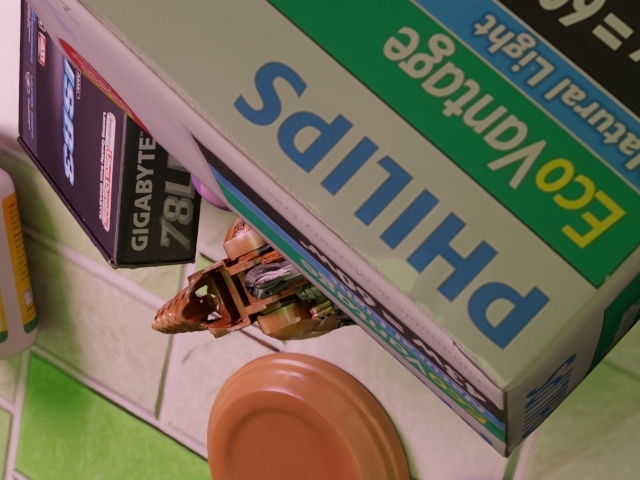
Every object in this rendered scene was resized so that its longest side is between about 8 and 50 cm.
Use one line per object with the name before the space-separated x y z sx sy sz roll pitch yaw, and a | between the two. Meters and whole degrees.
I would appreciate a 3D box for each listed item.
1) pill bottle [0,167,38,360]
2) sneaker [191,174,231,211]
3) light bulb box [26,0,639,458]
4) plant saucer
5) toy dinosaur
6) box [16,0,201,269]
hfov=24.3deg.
pill bottle | -0.325 0.000 1.325 0.117 0.117 0.209 2 106 35
sneaker | -0.025 -0.098 1.031 0.095 0.236 0.104 32 142 -6
light bulb box | 0.083 -0.150 0.730 0.358 0.225 0.361 42 84 16
plant saucer | -0.019 0.191 1.217 0.200 0.037 0.200 12 112 33
toy dinosaur | 0.000 0.000 1.027 0.321 0.218 0.164 3 107 35
box | -0.157 -0.167 1.096 0.293 0.073 0.296 -136 47 -57
